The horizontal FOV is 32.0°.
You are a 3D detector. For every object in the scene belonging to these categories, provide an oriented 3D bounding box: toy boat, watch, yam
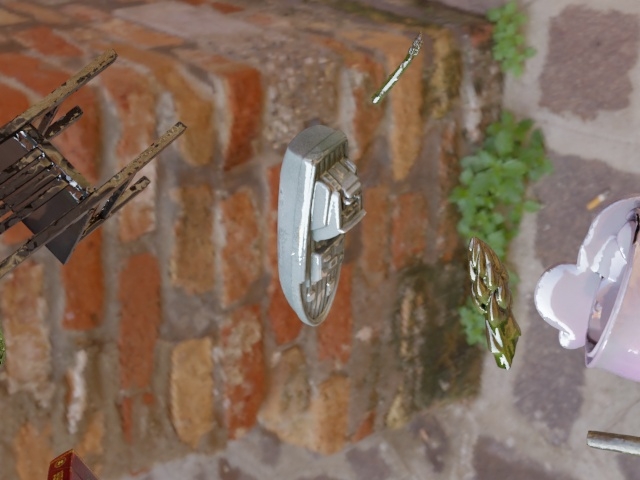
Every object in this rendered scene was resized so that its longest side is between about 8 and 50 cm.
[{"bbox_3d":[0.000,0.000,1.142,0.085,0.078,0.261,31,142,24],"label":"toy boat"},{"bbox_3d":[0.358,0.076,1.273,0.210,0.217,0.248,19,119,6],"label":"watch"},{"bbox_3d":[0.445,0.268,1.385,0.234,0.027,0.029,7,85,32],"label":"yam"}]

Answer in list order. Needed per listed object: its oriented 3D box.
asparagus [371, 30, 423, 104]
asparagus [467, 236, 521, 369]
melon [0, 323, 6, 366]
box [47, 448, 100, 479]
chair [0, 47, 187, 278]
[{"bbox_3d":[0.091,-0.198,1.290,0.015,0.014,0.114,37,133,-4],"label":"asparagus"},{"bbox_3d":[0.315,0.106,2.018,0.080,0.080,0.287,9,132,43],"label":"asparagus"},{"bbox_3d":[-0.287,0.059,0.799,0.118,0.064,0.209,55,176,10],"label":"melon"},{"bbox_3d":[-0.170,0.191,0.781,0.051,0.023,0.082,58,-174,-25],"label":"box"},{"bbox_3d":[-0.192,-0.021,0.703,0.084,0.212,0.101,46,146,-2],"label":"chair"}]
